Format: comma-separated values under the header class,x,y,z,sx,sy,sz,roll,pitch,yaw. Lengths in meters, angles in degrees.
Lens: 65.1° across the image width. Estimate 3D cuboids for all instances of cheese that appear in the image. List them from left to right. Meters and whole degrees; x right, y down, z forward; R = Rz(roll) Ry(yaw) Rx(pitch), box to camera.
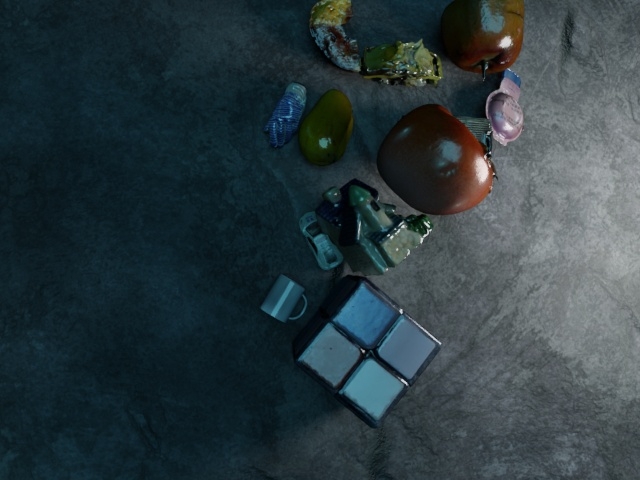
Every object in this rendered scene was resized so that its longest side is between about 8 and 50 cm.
class,x,y,z,sx,sy,sz,roll,pitch,yaw
cheese,0.643,-0.463,1.732,0.189,0.074,0.286,23,72,-27

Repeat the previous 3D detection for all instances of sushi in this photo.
class,x,y,z,sx,sy,sz,roll,pitch,yaw
sushi,0.274,-0.596,1.691,0.291,0.131,0.139,2,76,-5

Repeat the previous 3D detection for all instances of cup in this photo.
class,x,y,z,sx,sy,sz,roll,pitch,yaw
cup,-0.114,0.193,1.629,0.099,0.136,0.133,26,83,30

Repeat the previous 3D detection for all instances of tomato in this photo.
class,x,y,z,sx,sy,sz,roll,pitch,yaw
tomato,0.324,-0.213,1.449,0.273,0.341,0.341,-36,91,11

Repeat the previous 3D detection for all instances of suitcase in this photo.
class,x,y,z,sx,sy,sz,roll,pitch,yaw
suitcase,0.413,-0.317,1.682,0.312,0.128,0.202,2,89,-3

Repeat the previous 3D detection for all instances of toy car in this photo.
class,x,y,z,sx,sy,sz,roll,pitch,yaw
toy car,0.000,0.000,1.661,0.095,0.056,0.205,-27,91,-6

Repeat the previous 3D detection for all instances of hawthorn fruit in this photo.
class,x,y,z,sx,sy,sz,roll,pitch,yaw
hawthorn fruit,0.540,-0.672,1.653,0.268,0.268,0.301,-4,92,-6

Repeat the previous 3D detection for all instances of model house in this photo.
class,x,y,z,sx,sy,sz,roll,pitch,yaw
model house,0.137,-0.062,1.527,0.243,0.298,0.284,-45,101,-18

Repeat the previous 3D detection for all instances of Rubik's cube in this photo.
class,x,y,z,sx,sy,sz,roll,pitch,yaw
Rubik's cube,0.122,0.314,1.525,0.316,0.318,0.313,40,85,-1

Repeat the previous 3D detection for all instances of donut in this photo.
class,x,y,z,sx,sy,sz,roll,pitch,yaw
donut,0.039,-0.684,1.679,0.151,0.112,0.295,-10,86,-3

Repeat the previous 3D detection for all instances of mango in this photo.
class,x,y,z,sx,sy,sz,roll,pitch,yaw
mango,0.024,-0.372,1.650,0.167,0.130,0.262,24,79,1

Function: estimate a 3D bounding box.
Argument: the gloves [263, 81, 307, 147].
class,x,y,z,sx,sy,sz,roll,pitch,yaw
gloves,-0.116,-0.415,1.663,0.119,0.097,0.229,18,90,26
